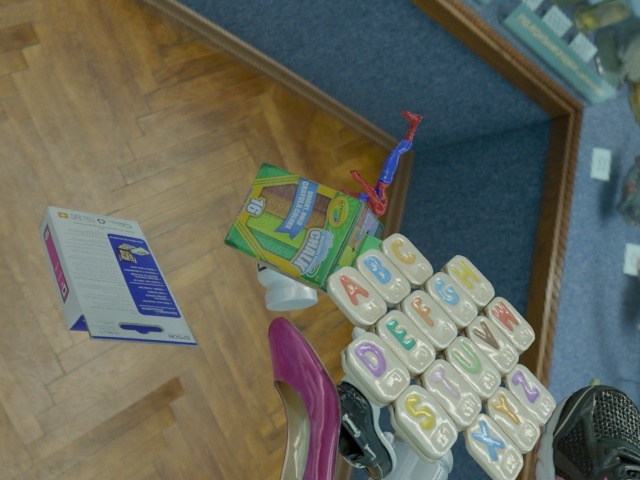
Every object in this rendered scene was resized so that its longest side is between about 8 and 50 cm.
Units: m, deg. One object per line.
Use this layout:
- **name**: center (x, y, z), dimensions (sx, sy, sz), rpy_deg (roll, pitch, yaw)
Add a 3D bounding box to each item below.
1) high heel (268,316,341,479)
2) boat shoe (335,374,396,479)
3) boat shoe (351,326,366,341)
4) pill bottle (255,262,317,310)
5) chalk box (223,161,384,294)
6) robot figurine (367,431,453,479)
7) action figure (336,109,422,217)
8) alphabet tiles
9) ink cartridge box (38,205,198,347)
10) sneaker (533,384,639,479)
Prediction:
- **high heel**: center (-0.035, 0.204, 0.709), dimensions (0.117, 0.082, 0.243), rpy_deg (-18, 86, -23)
- **boat shoe**: center (0.069, 0.385, 1.377), dimensions (0.091, 0.114, 0.302), rpy_deg (-41, 129, -28)
- **boat shoe**: center (0.100, 0.278, 1.542), dimensions (0.184, 0.063, 0.066), rpy_deg (66, 17, 9)
- **pill bottle**: center (-0.089, 0.032, 1.816), dimensions (0.162, 0.162, 0.278), rpy_deg (6, 68, -39)
- **chalk box**: center (0.000, 0.000, 0.998), dimensions (0.132, 0.213, 0.132), rpy_deg (-65, 158, -6)
- **robot figurine**: center (0.264, 0.700, 2.093), dimensions (0.300, 0.200, 0.353), rpy_deg (44, 62, -19)
- **action figure**: center (0.117, -0.164, 1.593), dimensions (0.139, 0.091, 0.280), rpy_deg (19, 97, 4)
- **alphabet tiles**: center (0.141, 0.115, 0.776), dimensions (0.278, 0.021, 0.284), rpy_deg (48, 40, 10)
- **ink cartridge box**: center (-0.350, 0.071, 1.189), dimensions (0.176, 0.371, 0.069), rpy_deg (11, 115, -37)
- **sneaker**: center (0.153, 0.143, 0.332), dimensions (0.072, 0.077, 0.178), rpy_deg (18, 46, -8)
